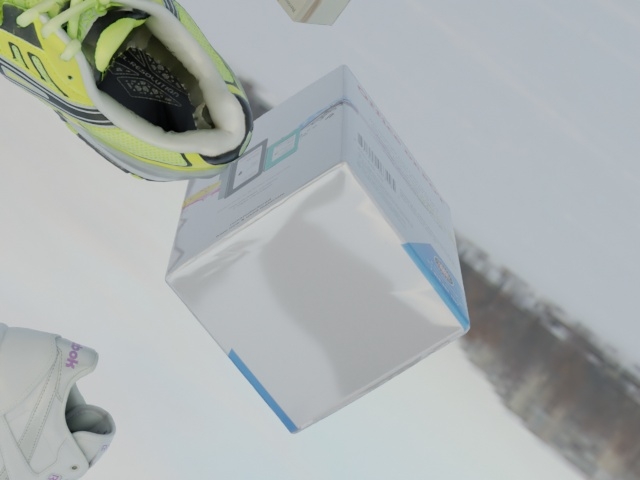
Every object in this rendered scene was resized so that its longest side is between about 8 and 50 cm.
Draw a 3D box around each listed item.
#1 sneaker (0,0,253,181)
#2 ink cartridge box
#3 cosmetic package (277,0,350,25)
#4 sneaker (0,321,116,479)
[{"bbox_3d":[-0.193,-0.179,1.101,0.385,0.145,0.147,34,170,-24],"label":"sneaker"},{"bbox_3d":[0.000,0.000,1.494,0.198,0.197,0.270,52,-165,-19],"label":"ink cartridge box"},{"bbox_3d":[0.011,-0.200,1.027,0.041,0.115,0.060,-3,-131,-49],"label":"cosmetic package"},{"bbox_3d":[-0.269,0.219,1.460,0.152,0.305,0.114,7,-154,-4],"label":"sneaker"}]
